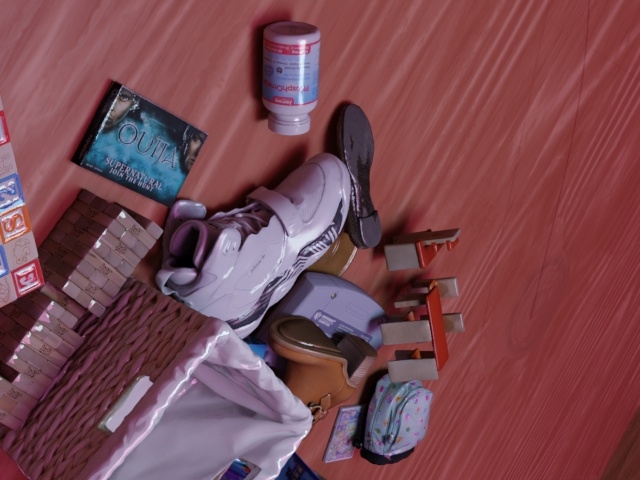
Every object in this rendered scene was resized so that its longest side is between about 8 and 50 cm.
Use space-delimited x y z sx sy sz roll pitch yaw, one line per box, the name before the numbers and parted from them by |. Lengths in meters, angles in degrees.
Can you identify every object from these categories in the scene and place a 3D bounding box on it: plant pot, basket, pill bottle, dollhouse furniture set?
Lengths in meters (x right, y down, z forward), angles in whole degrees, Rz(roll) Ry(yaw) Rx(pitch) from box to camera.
plant pot | 0.000 0.000 1.864 0.236 0.032 0.236 -27 130 -38
basket | -0.246 0.270 1.550 0.328 0.266 0.331 -52 140 -14
pill bottle | -0.046 -0.247 1.623 0.087 0.087 0.160 -23 126 -40
dollhouse furniture set | 0.211 0.115 2.012 0.262 0.135 0.259 -40 121 -66

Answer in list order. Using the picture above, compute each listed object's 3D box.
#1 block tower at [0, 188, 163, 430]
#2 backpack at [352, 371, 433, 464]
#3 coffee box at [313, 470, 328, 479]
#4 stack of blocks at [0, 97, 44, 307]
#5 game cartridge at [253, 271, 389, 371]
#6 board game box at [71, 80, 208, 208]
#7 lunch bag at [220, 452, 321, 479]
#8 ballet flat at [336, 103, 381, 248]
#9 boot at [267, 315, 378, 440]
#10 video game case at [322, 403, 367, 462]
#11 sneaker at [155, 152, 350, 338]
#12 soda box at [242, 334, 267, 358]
block tower | -0.363 0.085 1.450 0.335 0.091 0.097 -54 142 -12
backpack | 0.156 0.358 2.171 0.152 0.115 0.182 -18 123 -52
coffee box | 0.033 0.576 2.060 0.141 0.246 0.098 -36 134 -30
stack of blocks | -0.453 -0.044 1.274 0.171 0.087 0.297 -31 132 -34
game cartridge | 0.011 0.164 1.922 0.196 0.060 0.294 -47 143 8
board game box | -0.251 -0.132 1.504 0.186 0.026 0.126 26 91 -52
lunch bag | -0.045 0.490 1.884 0.138 0.293 0.221 -32 132 -34
ballet flat | 0.056 -0.107 1.818 0.084 0.058 0.249 -18 104 -43
boot | -0.044 0.248 1.836 0.220 0.109 0.283 -51 150 13
video game case | 0.052 0.392 2.167 0.087 0.011 0.122 3 108 -49
sneaker | -0.103 -0.020 1.646 0.366 0.137 0.210 -52 143 -9
soda box | -0.165 0.258 1.795 0.071 0.067 0.210 6 107 -51
